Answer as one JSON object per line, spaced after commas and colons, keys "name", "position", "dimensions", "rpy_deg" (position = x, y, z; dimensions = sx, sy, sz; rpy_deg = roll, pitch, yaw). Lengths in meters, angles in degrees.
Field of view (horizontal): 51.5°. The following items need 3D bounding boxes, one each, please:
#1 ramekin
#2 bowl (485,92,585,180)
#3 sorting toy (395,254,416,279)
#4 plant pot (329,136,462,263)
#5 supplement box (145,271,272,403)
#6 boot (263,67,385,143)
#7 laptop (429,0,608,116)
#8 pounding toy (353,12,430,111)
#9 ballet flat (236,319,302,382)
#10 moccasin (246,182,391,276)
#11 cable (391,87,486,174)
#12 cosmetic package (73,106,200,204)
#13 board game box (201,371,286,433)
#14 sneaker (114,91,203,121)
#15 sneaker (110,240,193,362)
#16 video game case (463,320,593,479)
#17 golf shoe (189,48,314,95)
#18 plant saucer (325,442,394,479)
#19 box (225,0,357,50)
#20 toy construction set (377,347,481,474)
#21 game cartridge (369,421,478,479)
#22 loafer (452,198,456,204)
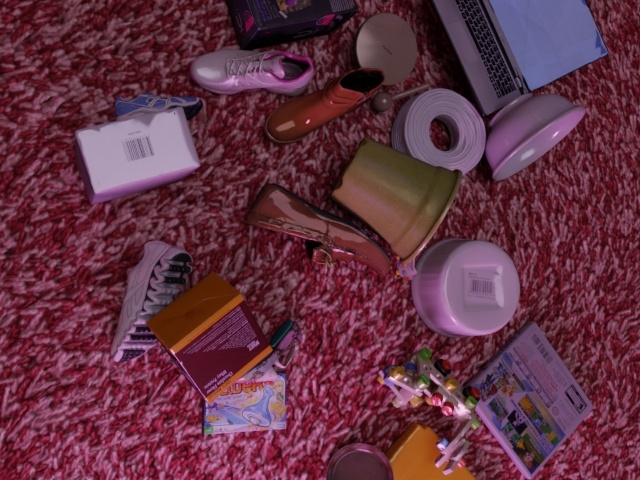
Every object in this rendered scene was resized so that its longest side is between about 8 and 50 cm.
{"name": "ramekin", "position": [0.395, 0.126, 1.772], "dimensions": [0.277, 0.135, 0.277], "rpy_deg": [2, 86, -20]}
{"name": "bowl", "position": [0.557, -0.306, 1.814], "dimensions": [0.298, 0.298, 0.134], "rpy_deg": [-29, 73, -20]}
{"name": "sorting toy", "position": [0.234, 0.062, 1.749], "dimensions": [0.045, 0.075, 0.083], "rpy_deg": [2, 84, -20]}
{"name": "plant pot", "position": [0.171, -0.120, 1.660], "dimensions": [0.254, 0.276, 0.276], "rpy_deg": [30, 76, -3]}
{"name": "supplement box", "position": [-0.246, 0.217, 1.489], "dimensions": [0.191, 0.129, 0.194], "rpy_deg": [-39, 129, -19]}
{"name": "boot", "position": [0.011, -0.331, 1.620], "dimensions": [0.284, 0.220, 0.109], "rpy_deg": [-20, 93, -21]}
{"name": "laptop", "position": [0.546, -0.599, 1.822], "dimensions": [0.408, 0.236, 0.381], "rpy_deg": [-31, 97, -45]}
{"name": "pounding toy", "position": [0.161, -0.475, 1.759], "dimensions": [0.183, 0.110, 0.236], "rpy_deg": [-30, 110, -17]}
{"name": "ballet flat", "position": [-0.115, 0.283, 1.587], "dimensions": [0.221, 0.077, 0.079], "rpy_deg": [-43, 104, -36]}
{"name": "moccasin", "position": [0.001, 0.000, 1.636], "dimensions": [0.380, 0.139, 0.146], "rpy_deg": [27, 84, -19]}
{"name": "cable", "position": [0.323, -0.281, 1.802], "dimensions": [0.257, 0.089, 0.257], "rpy_deg": [45, 73, -12]}
{"name": "cosmetic package", "position": [-0.406, -0.179, 1.450], "dimensions": [0.224, 0.225, 0.138], "rpy_deg": [-18, 95, -20]}
{"name": "board game box", "position": [-0.181, 0.386, 1.589], "dimensions": [0.201, 0.035, 0.136], "rpy_deg": [1, 85, -20]}
{"name": "sneaker", "position": [-0.377, -0.313, 1.549], "dimensions": [0.211, 0.080, 0.081], "rpy_deg": [-16, 74, -28]}
{"name": "sneaker", "position": [-0.399, 0.136, 1.502], "dimensions": [0.118, 0.110, 0.292], "rpy_deg": [28, 91, 28]}
{"name": "video game case", "position": [0.590, 0.447, 1.873], "dimensions": [0.300, 0.036, 0.329], "rpy_deg": [-40, 100, -19]}
{"name": "golf shoe", "position": [-0.160, -0.420, 1.609], "dimensions": [0.307, 0.140, 0.115], "rpy_deg": [-4, 89, -19]}
{"name": "plant saucer", "position": [0.097, 0.591, 1.649], "dimensions": [0.169, 0.029, 0.168], "rpy_deg": [-1, 64, 1]}
{"name": "box", "position": [-0.073, -0.580, 1.638], "dimensions": [0.271, 0.165, 0.143], "rpy_deg": [-18, 93, -20]}
{"name": "toy construction set", "position": [0.294, 0.413, 1.679], "dimensions": [0.327, 0.151, 0.215], "rpy_deg": [56, 32, -3]}
{"name": "game cartridge", "position": [0.243, 0.676, 1.721], "dimensions": [0.324, 0.053, 0.285], "rpy_deg": [-45, 101, -20]}
{"name": "loafer", "position": [0.312, -0.123, 1.812], "dimensions": [0.125, 0.039, 0.045], "rpy_deg": [15, 81, -19]}
